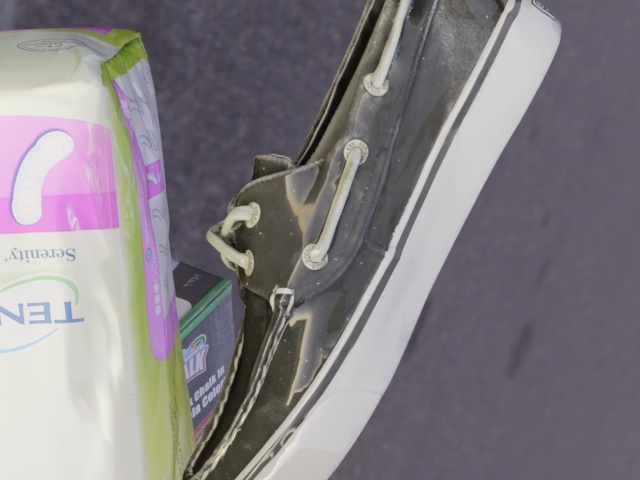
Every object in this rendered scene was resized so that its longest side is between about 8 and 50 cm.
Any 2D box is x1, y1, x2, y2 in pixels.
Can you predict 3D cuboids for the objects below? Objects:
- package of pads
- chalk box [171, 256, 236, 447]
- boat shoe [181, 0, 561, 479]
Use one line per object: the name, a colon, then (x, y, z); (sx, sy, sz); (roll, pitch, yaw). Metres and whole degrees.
package of pads: (-0.173, 0.056, 0.754); (0.101, 0.229, 0.297); (-72, 160, -74)
chalk box: (-0.183, 0.110, 1.325); (0.180, 0.179, 0.289); (-46, 145, -40)
boat shoe: (0.000, 0.000, 0.562); (0.219, 0.070, 0.078); (-62, -167, -12)
